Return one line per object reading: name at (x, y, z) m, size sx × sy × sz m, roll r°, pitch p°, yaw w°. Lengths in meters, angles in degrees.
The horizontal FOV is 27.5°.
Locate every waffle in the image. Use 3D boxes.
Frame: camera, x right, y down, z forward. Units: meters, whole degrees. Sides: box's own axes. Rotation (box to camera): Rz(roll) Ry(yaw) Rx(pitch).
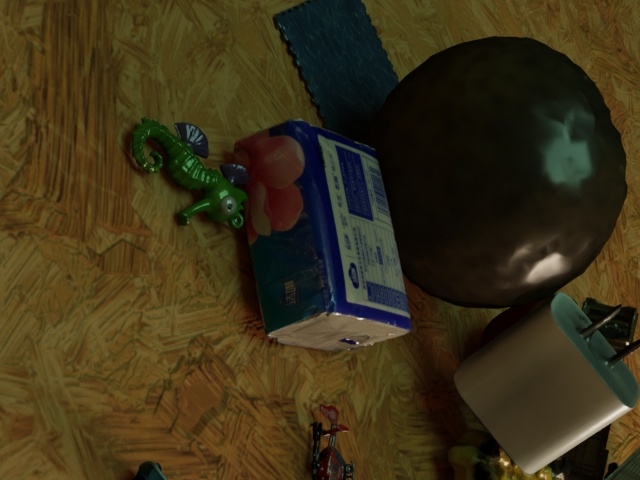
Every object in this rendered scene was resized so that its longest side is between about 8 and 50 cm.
waffle at (0.306, 0.470, 1.915) m, size 0.382 × 0.095 × 0.379 m, roll 31°, pitch 46°, yaw -46°

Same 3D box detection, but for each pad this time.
pad at (0.048, -0.251, 1.997) m, size 0.269 × 0.012 × 0.269 m, roll -41°, pitch 107°, yaw -54°

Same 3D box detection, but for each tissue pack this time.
tissue pack at (0.000, 0.000, 1.696) m, size 0.209 × 0.137 × 0.269 m, roll 13°, pitch 60°, yaw -51°

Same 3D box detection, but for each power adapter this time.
power adapter at (0.342, 0.186, 1.844) m, size 0.187 × 0.255 × 0.124 m, roll 51°, pitch 26°, yaw 1°

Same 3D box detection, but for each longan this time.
longan at (0.249, -0.095, 1.873) m, size 0.391 × 0.391 × 0.391 m, roll 30°, pitch 50°, yaw -44°

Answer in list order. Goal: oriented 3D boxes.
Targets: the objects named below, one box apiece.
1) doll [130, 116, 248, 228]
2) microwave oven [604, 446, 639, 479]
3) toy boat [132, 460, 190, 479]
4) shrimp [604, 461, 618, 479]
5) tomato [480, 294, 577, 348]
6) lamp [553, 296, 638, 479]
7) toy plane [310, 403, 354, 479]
doll at (-0.158, -0.080, 1.586) m, size 0.190 × 0.050 × 0.115 m, roll 44°, pitch 48°, yaw -27°
microwave oven at (0.583, 0.483, 2.131) m, size 0.237 × 0.181 × 0.295 m, roll -40°, pitch 124°, yaw -17°
toy boat at (-0.147, 0.289, 1.398) m, size 0.061 × 0.060 × 0.137 m, roll -44°, pitch 108°, yaw -31°
shrimp at (0.527, 0.490, 2.266) m, size 0.148 × 0.035 × 0.195 m, roll 22°, pitch 66°, yaw -44°
tomato at (0.319, 0.185, 2.043) m, size 0.200 × 0.140 × 0.233 m, roll -46°, pitch 146°, yaw -54°
lamp at (0.431, 0.245, 2.068) m, size 0.090 × 0.089 × 0.325 m, roll -60°, pitch 157°, yaw -49°
toy plane at (0.011, 0.278, 1.651) m, size 0.060 × 0.037 × 0.145 m, roll 26°, pitch 57°, yaw -34°
